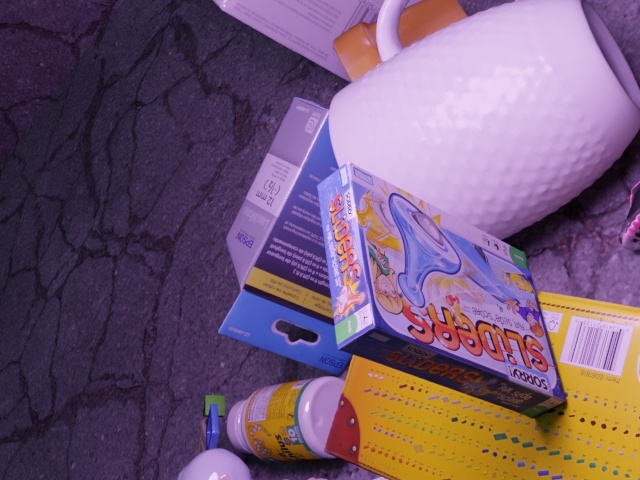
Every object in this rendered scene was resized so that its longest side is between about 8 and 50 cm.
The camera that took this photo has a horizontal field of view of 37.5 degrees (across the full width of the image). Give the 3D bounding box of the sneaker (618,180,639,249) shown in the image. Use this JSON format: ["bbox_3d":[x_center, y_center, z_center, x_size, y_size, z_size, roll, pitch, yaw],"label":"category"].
[{"bbox_3d":[0.387,-0.043,1.121,0.119,0.047,0.057,-57,30,0],"label":"sneaker"}]

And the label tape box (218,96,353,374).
[{"bbox_3d":[0.000,0.000,1.401,0.115,0.249,0.348,33,97,53],"label":"label tape box"}]

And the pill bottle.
[{"bbox_3d":[-0.046,0.273,1.417,0.208,0.117,0.118,-17,58,45],"label":"pill bottle"}]

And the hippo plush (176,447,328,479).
[{"bbox_3d":[-0.140,0.405,1.303,0.294,0.236,0.234,-50,17,-2],"label":"hippo plush"}]

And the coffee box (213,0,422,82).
[{"bbox_3d":[-0.002,-0.512,1.621,0.338,0.337,0.334,-56,37,13],"label":"coffee box"}]

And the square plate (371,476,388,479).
[{"bbox_3d":[0.109,0.408,1.038,0.347,0.343,0.049,-124,23,-50],"label":"square plate"}]

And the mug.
[{"bbox_3d":[0.203,-0.194,1.201,0.328,0.276,0.374,-28,76,27],"label":"mug"}]

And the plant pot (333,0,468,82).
[{"bbox_3d":[0.153,-0.273,1.432,0.188,0.205,0.205,-33,45,14],"label":"plant pot"}]

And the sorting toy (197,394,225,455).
[{"bbox_3d":[-0.173,0.409,1.504,0.196,0.047,0.348,-118,35,-68],"label":"sorting toy"}]

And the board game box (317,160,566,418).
[{"bbox_3d":[0.088,0.040,0.678,0.035,0.201,0.136,-36,46,35],"label":"board game box"}]

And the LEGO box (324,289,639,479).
[{"bbox_3d":[0.309,0.191,0.803,0.500,0.372,0.193,8,77,53],"label":"LEGO box"}]
